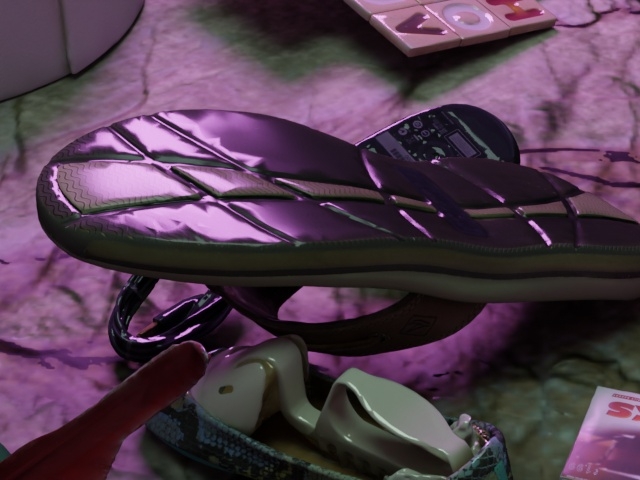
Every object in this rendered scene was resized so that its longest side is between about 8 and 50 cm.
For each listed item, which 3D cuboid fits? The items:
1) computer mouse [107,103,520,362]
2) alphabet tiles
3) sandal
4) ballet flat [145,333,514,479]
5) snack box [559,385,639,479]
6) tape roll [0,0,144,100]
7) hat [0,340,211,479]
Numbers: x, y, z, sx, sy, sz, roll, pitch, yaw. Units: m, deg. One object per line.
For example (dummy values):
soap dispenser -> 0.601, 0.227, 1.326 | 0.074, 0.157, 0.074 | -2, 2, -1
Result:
computer mouse -> 0.000, 0.000, 0.886 | 0.242, 0.041, 0.071 | -26, 62, -23
alphabet tiles -> 0.029, -0.188, 1.118 | 0.198, 0.009, 0.237 | -15, 46, -35
sandal -> 0.021, 0.012, 0.801 | 0.302, 0.086, 0.120 | 7, 27, -27
ballet flat -> 0.001, 0.073, 0.750 | 0.188, 0.070, 0.070 | 18, 40, 27
snack box -> 0.191, 0.103, 0.732 | 0.178, 0.022, 0.064 | 11, 36, 18
tape roll -> -0.250, -0.188, 1.107 | 0.286, 0.100, 0.286 | -1, 34, 1
hat -> -0.152, 0.082, 0.639 | 0.208, 0.184, 0.173 | -10, 35, -12
